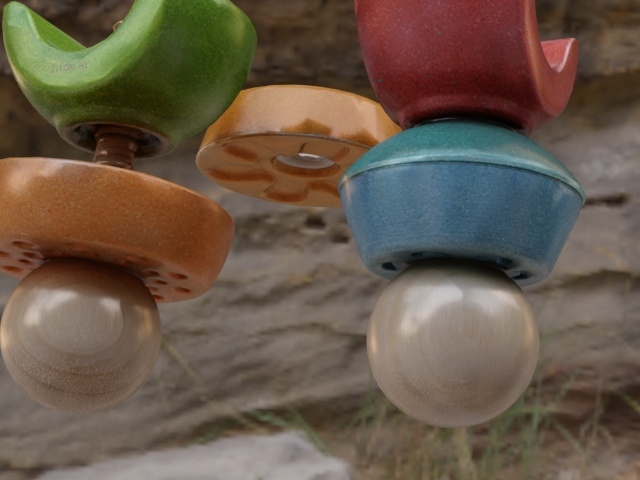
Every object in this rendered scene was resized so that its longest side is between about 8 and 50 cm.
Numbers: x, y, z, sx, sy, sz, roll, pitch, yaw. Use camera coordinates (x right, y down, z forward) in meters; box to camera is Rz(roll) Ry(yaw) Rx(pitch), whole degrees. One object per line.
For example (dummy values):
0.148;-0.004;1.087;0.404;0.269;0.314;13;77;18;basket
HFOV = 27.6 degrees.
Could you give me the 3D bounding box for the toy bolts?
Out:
0.000;0.000;0.518;0.228;0.158;0.218;-4;-18;30;toy bolts
